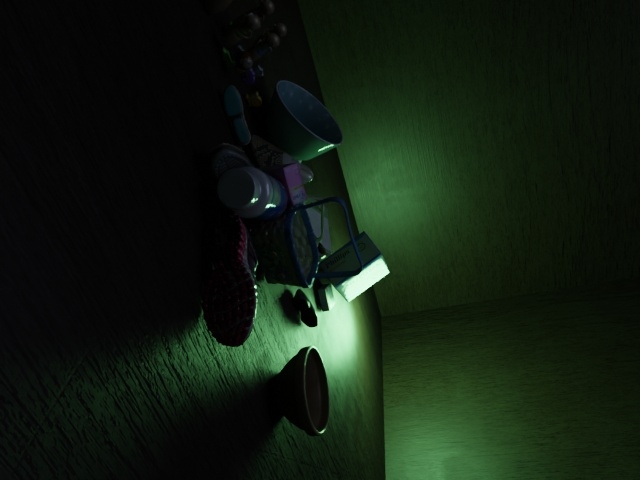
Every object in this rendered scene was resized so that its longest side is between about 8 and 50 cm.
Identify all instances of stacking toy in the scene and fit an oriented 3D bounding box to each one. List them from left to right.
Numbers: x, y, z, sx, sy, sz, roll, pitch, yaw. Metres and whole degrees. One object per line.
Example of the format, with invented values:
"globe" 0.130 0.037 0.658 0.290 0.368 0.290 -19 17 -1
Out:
"stacking toy" -0.249 -0.572 1.320 0.221 0.052 0.167 60 23 -53

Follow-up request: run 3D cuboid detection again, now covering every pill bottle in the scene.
"pill bottle" -0.167 -0.113 0.996 0.221 0.124 0.124 3 76 -78

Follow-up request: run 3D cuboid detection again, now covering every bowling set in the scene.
"bowling set" -0.191 -0.617 1.215 0.287 0.154 0.200 7 65 -60

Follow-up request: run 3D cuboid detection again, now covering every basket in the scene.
"basket" -0.040 0.014 1.165 0.201 0.289 0.255 -79 153 -59

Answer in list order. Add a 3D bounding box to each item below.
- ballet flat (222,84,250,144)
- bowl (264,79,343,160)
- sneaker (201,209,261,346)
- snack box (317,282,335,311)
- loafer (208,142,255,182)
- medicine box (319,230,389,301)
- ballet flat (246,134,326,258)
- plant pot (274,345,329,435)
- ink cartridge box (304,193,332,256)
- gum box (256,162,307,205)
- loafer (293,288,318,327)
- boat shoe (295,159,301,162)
"ballet flat" -0.247 -0.359 1.172 0.052 0.057 0.168 -143 -141 -66
"bowl" -0.082 -0.418 1.502 0.311 0.163 0.311 32 34 -25
"sneaker" -0.181 0.082 0.887 0.112 0.121 0.299 57 24 -62
"snack box" 0.028 0.253 1.813 0.141 0.037 0.100 -17 97 -77
"loafer" -0.229 -0.195 1.033 0.087 0.094 0.251 55 1 7
"medicine box" 0.166 0.132 1.931 0.149 0.263 0.289 54 1 27
"ballet flat" -0.083 -0.138 1.359 0.164 0.182 0.483 -73 149 -62
"plant pot" -0.057 0.423 1.137 0.237 0.110 0.237 -11 90 -78
"ink cartridge box" -0.031 -0.063 1.677 0.171 0.056 0.235 31 41 -44
"gum box" -0.137 -0.158 1.170 0.062 0.188 0.107 -31 114 -42
"loafer" -0.048 0.244 1.450 0.061 0.062 0.170 -92 166 -53
"boat shoe" -0.135 -0.415 1.651 0.076 0.083 0.226 12 59 -56
